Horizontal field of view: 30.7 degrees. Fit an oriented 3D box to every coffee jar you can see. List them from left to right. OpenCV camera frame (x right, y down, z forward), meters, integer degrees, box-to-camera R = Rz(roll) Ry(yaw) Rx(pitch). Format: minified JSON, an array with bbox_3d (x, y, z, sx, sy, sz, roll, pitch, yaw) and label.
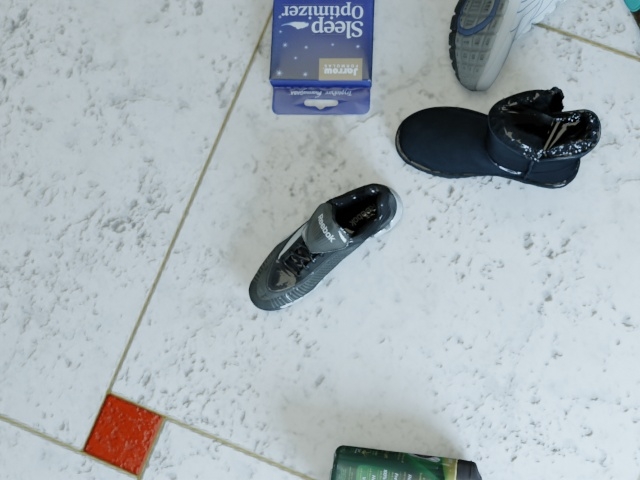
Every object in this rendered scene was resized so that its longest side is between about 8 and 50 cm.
[{"bbox_3d":[0.105,0.296,1.406,0.184,0.096,0.079,5,83,8],"label":"coffee jar"}]

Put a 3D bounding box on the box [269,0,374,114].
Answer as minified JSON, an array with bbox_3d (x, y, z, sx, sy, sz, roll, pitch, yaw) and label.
[{"bbox_3d":[0.003,-0.280,1.556,0.136,0.036,0.225,1,81,6],"label":"box"}]

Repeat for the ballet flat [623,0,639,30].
[{"bbox_3d":[0.438,-0.303,1.507,0.067,0.073,0.206,-11,80,-24],"label":"ballet flat"}]

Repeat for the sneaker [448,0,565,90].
[{"bbox_3d":[0.265,-0.325,1.496,0.129,0.111,0.297,18,101,-31],"label":"sneaker"}]

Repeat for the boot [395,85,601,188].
[{"bbox_3d":[0.209,-0.133,1.418,0.246,0.207,0.094,13,81,9],"label":"boot"}]

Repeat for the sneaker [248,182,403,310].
[{"bbox_3d":[0.000,0.000,1.467,0.234,0.106,0.078,-37,77,-1],"label":"sneaker"}]
